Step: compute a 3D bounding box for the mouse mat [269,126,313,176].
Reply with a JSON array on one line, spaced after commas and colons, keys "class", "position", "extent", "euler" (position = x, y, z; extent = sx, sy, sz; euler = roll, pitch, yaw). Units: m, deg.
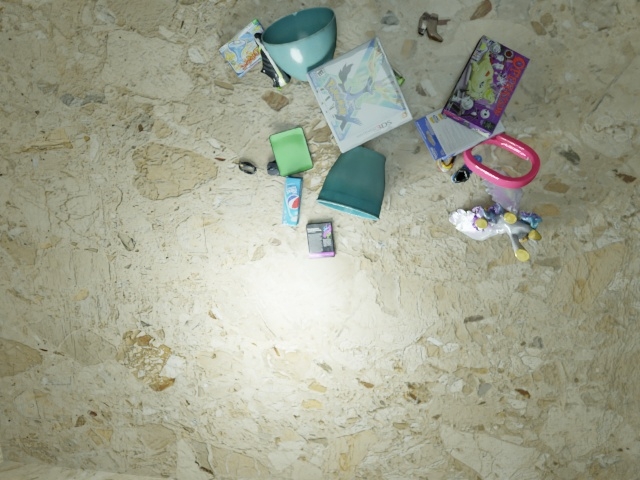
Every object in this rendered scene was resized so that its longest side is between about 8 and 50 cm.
[{"class": "mouse mat", "position": [-0.126, -0.381, 1.926], "extent": [0.153, 0.007, 0.189], "euler": [-16, 94, -3]}]

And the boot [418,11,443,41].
[{"class": "boot", "position": [0.441, -0.840, 1.749], "extent": [0.119, 0.042, 0.086], "euler": [21, 97, -5]}]

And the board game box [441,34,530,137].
[{"class": "board game box", "position": [0.633, -0.591, 1.714], "extent": [0.208, 0.056, 0.346], "euler": [28, 83, -3]}]

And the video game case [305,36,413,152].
[{"class": "video game case", "position": [0.148, -0.545, 1.692], "extent": [0.300, 0.036, 0.328], "euler": [-25, 99, 8]}]

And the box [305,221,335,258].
[{"class": "box", "position": [0.000, 0.000, 2.010], "extent": [0.116, 0.029, 0.162], "euler": [-4, 104, 8]}]

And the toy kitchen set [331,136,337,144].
[{"class": "toy kitchen set", "position": [0.071, -0.435, 1.874], "extent": [0.068, 0.075, 0.083], "euler": [-33, 92, 15]}]

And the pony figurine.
[{"class": "pony figurine", "position": [0.714, -0.081, 1.764], "extent": [0.351, 0.363, 0.302], "euler": [41, 113, 14]}]

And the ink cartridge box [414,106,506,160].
[{"class": "ink cartridge box", "position": [0.537, -0.442, 1.747], "extent": [0.311, 0.065, 0.185], "euler": [-25, 83, -6]}]

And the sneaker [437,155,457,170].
[{"class": "sneaker", "position": [0.533, -0.390, 1.810], "extent": [0.088, 0.093, 0.225], "euler": [7, 100, 7]}]

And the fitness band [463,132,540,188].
[{"class": "fitness band", "position": [0.703, -0.316, 1.746], "extent": [0.291, 0.054, 0.209], "euler": [38, 72, 27]}]

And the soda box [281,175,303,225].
[{"class": "soda box", "position": [-0.123, -0.173, 1.964], "extent": [0.067, 0.071, 0.209], "euler": [7, 104, 6]}]

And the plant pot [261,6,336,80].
[{"class": "plant pot", "position": [-0.059, -0.745, 1.743], "extent": [0.291, 0.290, 0.195], "euler": [-13, 135, 11]}]

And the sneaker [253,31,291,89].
[{"class": "sneaker", "position": [-0.216, -0.722, 1.822], "extent": [0.097, 0.084, 0.234], "euler": [-23, 119, 24]}]

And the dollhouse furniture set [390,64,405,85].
[{"class": "dollhouse furniture set", "position": [0.167, -0.588, 1.786], "extent": [0.198, 0.151, 0.301], "euler": [41, 105, -3]}]

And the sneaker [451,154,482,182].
[{"class": "sneaker", "position": [0.605, -0.290, 1.829], "extent": [0.152, 0.084, 0.058], "euler": [-39, 95, 14]}]

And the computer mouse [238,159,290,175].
[{"class": "computer mouse", "position": [-0.246, -0.319, 1.963], "extent": [0.242, 0.041, 0.071], "euler": [2, 104, 8]}]

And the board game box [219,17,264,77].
[{"class": "board game box", "position": [-0.302, -0.799, 1.862], "extent": [0.201, 0.035, 0.136], "euler": [-35, 96, 14]}]

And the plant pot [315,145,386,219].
[{"class": "plant pot", "position": [0.145, -0.242, 1.825], "extent": [0.272, 0.271, 0.255], "euler": [16, 91, 4]}]
